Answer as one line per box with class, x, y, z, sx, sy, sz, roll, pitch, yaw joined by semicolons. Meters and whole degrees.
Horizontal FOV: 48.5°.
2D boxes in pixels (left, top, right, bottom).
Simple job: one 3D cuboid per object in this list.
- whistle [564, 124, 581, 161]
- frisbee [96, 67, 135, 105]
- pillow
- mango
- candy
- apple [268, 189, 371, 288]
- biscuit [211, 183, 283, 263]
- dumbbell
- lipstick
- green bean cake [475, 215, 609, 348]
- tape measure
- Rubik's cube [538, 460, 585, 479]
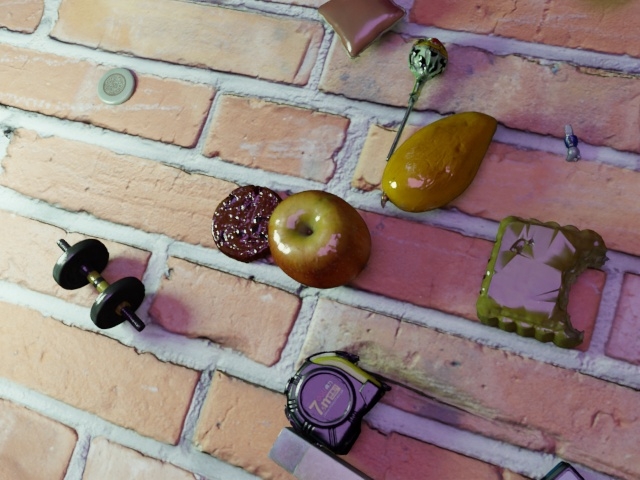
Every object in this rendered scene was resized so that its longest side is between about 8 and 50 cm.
whistle;0.545;-0.212;1.547;0.033;0.029;0.083;-13;79;27
frisbee;-0.543;-0.410;1.883;0.110;0.014;0.110;-4;74;13
pillow;0.100;-0.548;1.725;0.171;0.075;0.179;-36;67;8
mango;0.258;-0.173;1.561;0.317;0.119;0.176;-44;62;-5
candy;0.207;-0.326;1.648;0.091;0.083;0.305;23;90;17
apple;0.000;0.000;1.554;0.210;0.173;0.234;-34;61;8
biscuit;-0.166;-0.040;1.670;0.192;0.049;0.191;-4;78;19
dumbbell;-0.519;0.101;1.668;0.325;0.143;0.143;40;88;21
lipstick;0.068;0.509;1.442;0.372;0.080;0.076;28;82;19
green bean cake;0.448;0.080;1.439;0.233;0.124;0.236;15;79;17
tape measure;0.025;0.327;1.488;0.186;0.112;0.199;35;80;13
Rubik's cube;0.446;0.516;1.300;0.160;0.162;0.163;-42;71;1
